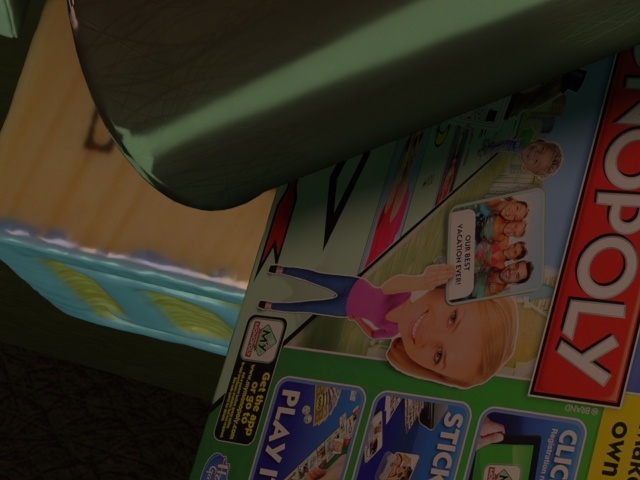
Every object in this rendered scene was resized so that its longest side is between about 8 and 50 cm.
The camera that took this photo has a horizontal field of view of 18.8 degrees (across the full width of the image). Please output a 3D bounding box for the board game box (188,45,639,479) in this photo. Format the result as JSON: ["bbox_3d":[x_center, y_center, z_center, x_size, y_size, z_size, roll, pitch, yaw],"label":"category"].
[{"bbox_3d":[0.078,-0.016,0.767,0.213,0.317,0.046,5,162,39],"label":"board game box"}]

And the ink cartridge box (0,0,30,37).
[{"bbox_3d":[-0.237,-0.181,0.976,0.190,0.082,0.139,15,167,-2],"label":"ink cartridge box"}]

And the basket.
[{"bbox_3d":[0.040,-0.123,0.697,0.226,0.204,0.154,-8,160,40],"label":"basket"}]

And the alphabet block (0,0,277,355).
[{"bbox_3d":[-0.048,-0.051,1.040,0.193,0.197,0.192,14,167,10],"label":"alphabet block"}]
